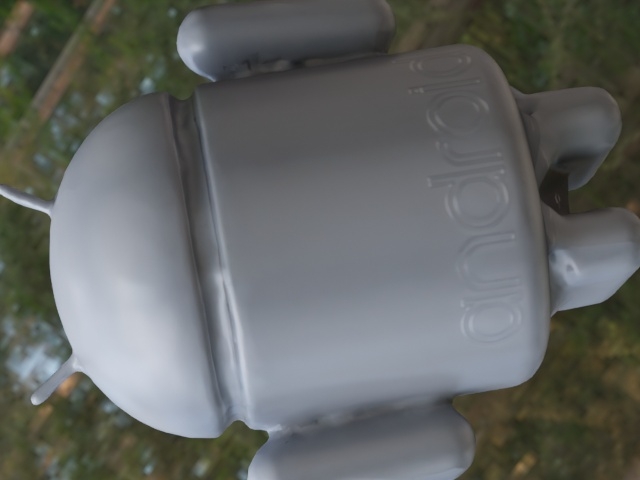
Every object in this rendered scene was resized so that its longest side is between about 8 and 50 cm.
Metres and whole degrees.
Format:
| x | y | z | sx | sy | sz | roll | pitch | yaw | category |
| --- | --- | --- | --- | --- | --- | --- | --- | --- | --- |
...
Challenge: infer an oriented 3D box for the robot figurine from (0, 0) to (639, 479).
| x | y | z | sx | sy | sz | roll | pitch | yaw | category |
| --- | --- | --- | --- | --- | --- | --- | --- | --- | --- |
| 0.000 | 0.000 | 1.020 | 0.200 | 0.353 | 0.300 | 93 | 167 | -74 | robot figurine |
